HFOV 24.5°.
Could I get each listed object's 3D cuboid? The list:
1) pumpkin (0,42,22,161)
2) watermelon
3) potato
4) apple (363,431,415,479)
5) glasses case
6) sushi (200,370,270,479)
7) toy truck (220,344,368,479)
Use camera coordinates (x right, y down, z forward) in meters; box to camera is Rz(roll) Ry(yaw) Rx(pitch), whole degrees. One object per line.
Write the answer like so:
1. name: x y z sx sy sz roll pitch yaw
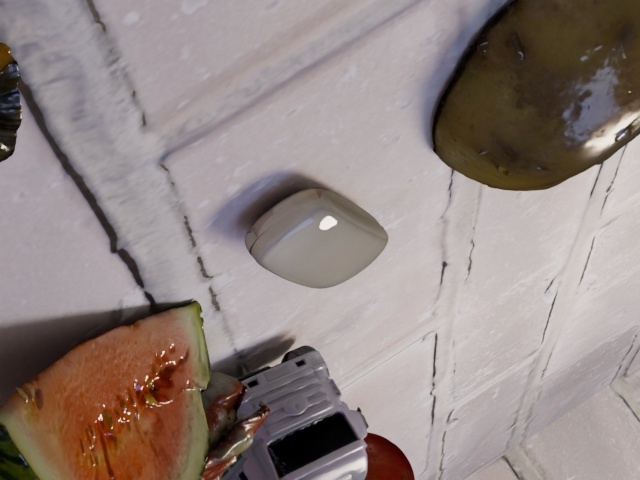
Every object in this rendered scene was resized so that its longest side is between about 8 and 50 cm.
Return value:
1. pumpkin: -0.185 -0.058 0.730 0.074 0.054 0.083 -30 158 -28
2. watermelon: -0.160 0.169 1.128 0.159 0.128 0.303 -58 167 23
3. potato: 0.218 -0.122 1.211 0.239 0.116 0.299 -33 165 -21
4. apple: 0.028 0.375 1.969 0.234 0.234 0.234 -31 162 -11
5. glasses case: 0.000 0.000 1.216 0.081 0.051 0.204 -38 162 8
6. sushi: -0.201 0.210 1.305 0.332 0.130 0.124 -31 158 -30
7. toy truck: -0.079 0.264 1.571 0.176 0.178 0.363 -21 155 -35
